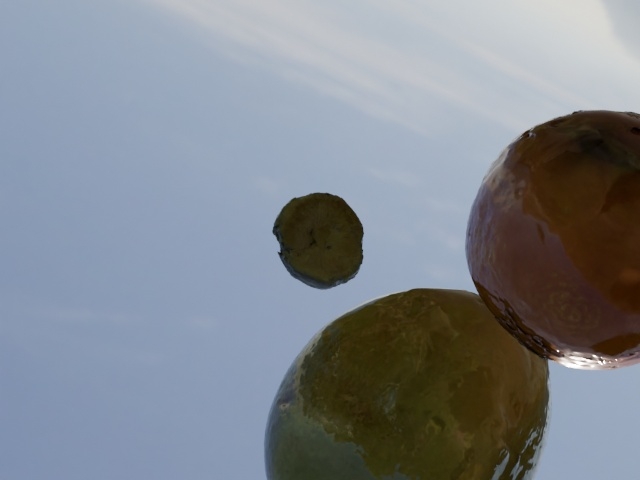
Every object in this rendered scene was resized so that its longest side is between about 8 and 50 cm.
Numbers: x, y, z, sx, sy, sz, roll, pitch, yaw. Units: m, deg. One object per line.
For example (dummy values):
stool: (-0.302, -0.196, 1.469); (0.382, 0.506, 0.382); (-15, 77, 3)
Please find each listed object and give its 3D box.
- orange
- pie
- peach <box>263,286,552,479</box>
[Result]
orange: (0.260, -0.002, 1.742); (0.246, 0.246, 0.246); (26, -169, -6)
pie: (0.000, 0.000, 1.551); (0.084, 0.084, 0.020); (25, 155, -10)
peach: (0.102, 0.209, 2.043); (0.314, 0.316, 0.281); (15, 162, 44)
